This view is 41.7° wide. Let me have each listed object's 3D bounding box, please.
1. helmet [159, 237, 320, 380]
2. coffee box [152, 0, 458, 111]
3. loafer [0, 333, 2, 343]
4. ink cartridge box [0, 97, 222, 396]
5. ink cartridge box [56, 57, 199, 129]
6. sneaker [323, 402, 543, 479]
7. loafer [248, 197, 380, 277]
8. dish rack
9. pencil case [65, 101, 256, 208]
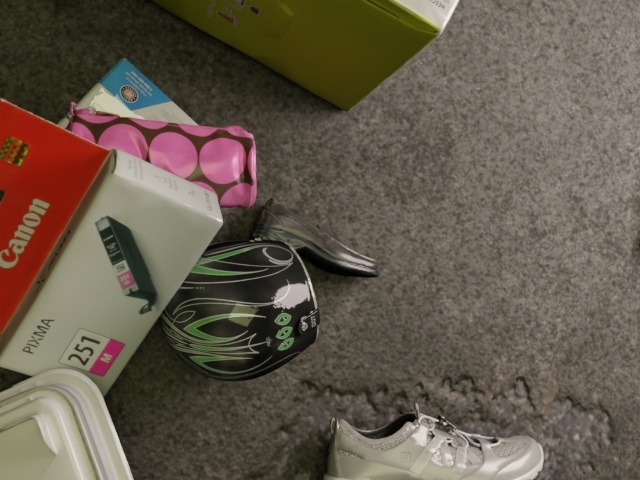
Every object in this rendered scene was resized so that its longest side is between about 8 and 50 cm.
[{"bbox_3d":[-0.099,0.080,0.956,0.161,0.169,0.170,-14,89,-19],"label":"helmet"},{"bbox_3d":[0.000,-0.393,0.928,0.338,0.337,0.335,29,79,-10],"label":"coffee box"},{"bbox_3d":[-0.359,0.073,0.964,0.039,0.045,0.125,37,80,-42],"label":"loafer"},{"bbox_3d":[-0.272,0.022,0.870,0.238,0.060,0.275,24,116,-28],"label":"ink cartridge box"},{"bbox_3d":[-0.242,-0.091,0.978,0.139,0.082,0.191,43,79,-8],"label":"ink cartridge box"},{"bbox_3d":[0.141,0.256,1.027,0.281,0.105,0.115,-2,86,-13],"label":"sneaker"},{"bbox_3d":[0.000,0.000,1.040,0.170,0.062,0.061,21,76,-12],"label":"loafer"},{"bbox_3d":[-0.352,0.314,0.864,0.332,0.072,0.286,-24,81,4],"label":"dish rack"},{"bbox_3d":[-0.172,-0.089,0.909,0.209,0.095,0.098,5,87,-19],"label":"pencil case"}]
